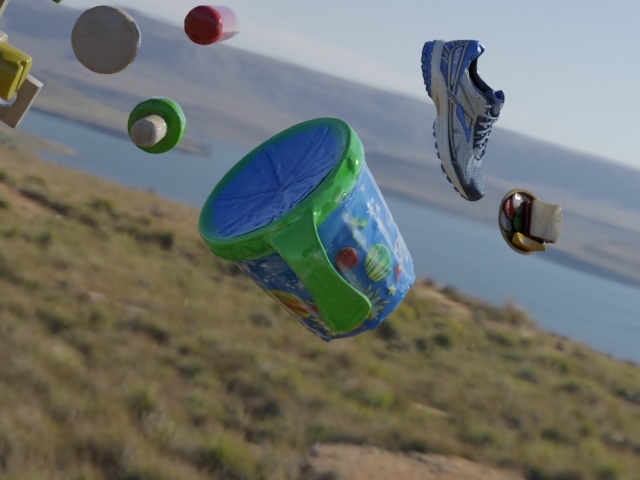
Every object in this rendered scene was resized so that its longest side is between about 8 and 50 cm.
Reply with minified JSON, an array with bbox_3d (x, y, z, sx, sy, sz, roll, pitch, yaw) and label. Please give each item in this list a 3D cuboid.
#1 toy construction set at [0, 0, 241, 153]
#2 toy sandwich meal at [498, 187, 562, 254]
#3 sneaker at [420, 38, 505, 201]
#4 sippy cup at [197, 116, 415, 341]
[{"bbox_3d":[-0.207,-0.150,0.846,0.308,0.258,0.237,8,11,1],"label":"toy construction set"},{"bbox_3d":[0.238,-0.022,1.408,0.085,0.086,0.029,12,-15,-34],"label":"toy sandwich meal"},{"bbox_3d":[0.121,-0.099,1.001,0.058,0.135,0.052,-10,9,20],"label":"sneaker"},{"bbox_3d":[0.000,0.000,1.587,0.240,0.305,0.224,-14,-55,39],"label":"sippy cup"}]
